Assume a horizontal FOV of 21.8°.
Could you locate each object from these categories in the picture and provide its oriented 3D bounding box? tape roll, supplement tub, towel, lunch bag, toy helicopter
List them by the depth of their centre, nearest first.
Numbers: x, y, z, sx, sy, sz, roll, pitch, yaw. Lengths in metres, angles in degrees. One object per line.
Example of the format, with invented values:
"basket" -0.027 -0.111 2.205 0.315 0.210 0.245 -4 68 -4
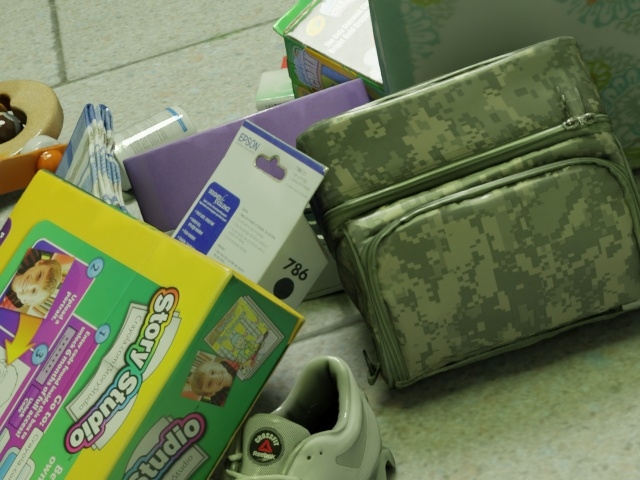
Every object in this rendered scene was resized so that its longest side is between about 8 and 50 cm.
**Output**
"lunch bag" 0.153 -0.018 1.554 0.305 0.256 0.212 -19 -11 -3
"towel" 0.218 -0.197 1.679 0.321 0.374 0.090 -13 45 2
"tape roll" -0.071 -0.092 1.800 0.275 0.090 0.275 -19 5 2
"towel" -0.268 -0.012 1.802 0.034 0.209 0.285 20 22 -21
"supplement tub" -0.207 -0.113 2.022 0.107 0.071 0.071 -28 33 -20
"toy helicopter" -0.419 -0.071 2.037 0.235 0.140 0.355 6 47 18

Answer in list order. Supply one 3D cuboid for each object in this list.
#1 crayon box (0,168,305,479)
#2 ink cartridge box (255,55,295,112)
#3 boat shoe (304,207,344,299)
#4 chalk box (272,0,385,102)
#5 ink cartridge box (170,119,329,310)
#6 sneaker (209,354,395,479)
"crayon box" -0.225 0.151 1.410 0.313 0.106 0.363 26 83 47
"ink cartridge box" 0.021 -0.221 2.112 0.181 0.056 0.224 -9 33 11
"boat shoe" 0.000 0.000 1.719 0.255 0.095 0.079 -9 33 9
"chalk box" 0.045 -0.214 1.933 0.213 0.132 0.132 31 64 26
"ink cartridge box" -0.103 0.060 1.536 0.332 0.065 0.165 -57 37 2
"sneaker" -0.051 0.221 1.340 0.122 0.146 0.330 3 37 26
